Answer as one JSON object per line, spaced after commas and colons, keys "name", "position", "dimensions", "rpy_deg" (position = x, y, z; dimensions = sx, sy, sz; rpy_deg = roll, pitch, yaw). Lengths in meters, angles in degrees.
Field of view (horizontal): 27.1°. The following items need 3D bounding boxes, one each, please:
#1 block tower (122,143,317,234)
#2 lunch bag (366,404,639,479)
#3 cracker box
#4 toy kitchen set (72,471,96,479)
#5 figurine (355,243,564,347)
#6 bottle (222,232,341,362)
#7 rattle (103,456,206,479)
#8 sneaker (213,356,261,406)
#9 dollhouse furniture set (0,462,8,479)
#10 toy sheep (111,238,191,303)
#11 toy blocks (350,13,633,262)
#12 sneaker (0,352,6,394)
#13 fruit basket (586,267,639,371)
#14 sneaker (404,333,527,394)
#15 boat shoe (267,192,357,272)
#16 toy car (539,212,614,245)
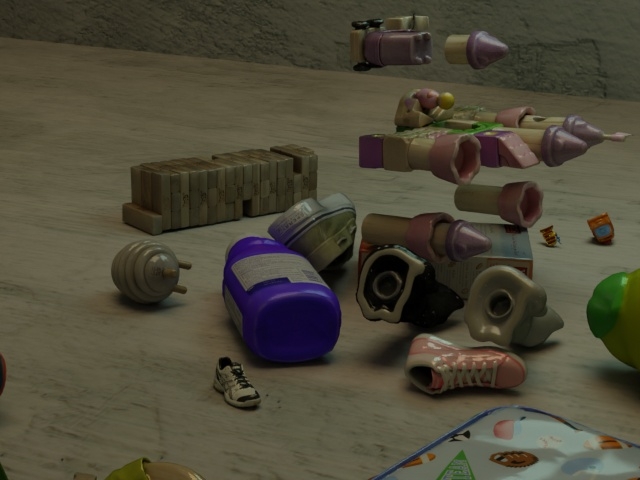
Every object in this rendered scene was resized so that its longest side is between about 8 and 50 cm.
{"name": "block tower", "position": [-0.149, -0.087, 2.110], "dimensions": [0.335, 0.097, 0.091], "rpy_deg": [-13, 22, -38]}
{"name": "lunch bag", "position": [0.152, 0.234, 1.050], "dimensions": [0.243, 0.115, 0.303], "rpy_deg": [13, 20, 39]}
{"name": "cracker box", "position": [0.172, 0.024, 1.824], "dimensions": [0.232, 0.067, 0.155], "rpy_deg": [3, 18, 5]}
{"name": "toy kitchen set", "position": [-0.227, 0.221, 1.099], "dimensions": [0.083, 0.075, 0.068], "rpy_deg": [8, 16, 6]}
{"name": "figurine", "position": [0.175, 0.076, 1.571], "dimensions": [0.215, 0.092, 0.209], "rpy_deg": [10, -5, 22]}
{"name": "bottle", "position": [-0.061, 0.061, 1.627], "dimensions": [0.118, 0.092, 0.283], "rpy_deg": [-4, 17, -15]}
{"name": "rattle", "position": [-0.095, 0.270, 1.036], "dimensions": [0.200, 0.142, 0.130], "rpy_deg": [31, 62, 30]}
{"name": "sneaker", "position": [-0.091, 0.151, 1.421], "dimensions": [0.032, 0.037, 0.083], "rpy_deg": [-7, 20, -33]}
{"name": "dollhouse furniture set", "position": [-0.338, 0.219, 1.188], "dimensions": [0.152, 0.058, 0.076], "rpy_deg": [-10, 15, 37]}
{"name": "toy sheep", "position": [-0.218, 0.040, 1.694], "dimensions": [0.091, 0.091, 0.132], "rpy_deg": [-12, 3, -39]}
{"name": "toy blocks", "position": [0.224, -0.141, 1.726], "dimensions": [0.260, 0.309, 0.288], "rpy_deg": [9, 19, 40]}
{"name": "sneaker", "position": [-0.459, 0.138, 1.252], "dimensions": [0.350, 0.131, 0.148], "rpy_deg": [-13, 18, -42]}
{"name": "fruit basket", "position": [0.472, 0.076, 1.408], "dimensions": [0.392, 0.283, 0.392], "rpy_deg": [13, 28, -7]}
{"name": "sneaker", "position": [0.155, 0.147, 1.454], "dimensions": [0.134, 0.051, 0.070], "rpy_deg": [13, 31, 15]}
{"name": "boat shoe", "position": [0.000, 0.000, 1.850], "dimensions": [0.109, 0.094, 0.302], "rpy_deg": [-36, -5, 12]}
{"name": "toy car", "position": [0.398, -0.004, 2.037], "dimensions": [0.122, 0.060, 0.040], "rpy_deg": [-16, 63, -4]}
